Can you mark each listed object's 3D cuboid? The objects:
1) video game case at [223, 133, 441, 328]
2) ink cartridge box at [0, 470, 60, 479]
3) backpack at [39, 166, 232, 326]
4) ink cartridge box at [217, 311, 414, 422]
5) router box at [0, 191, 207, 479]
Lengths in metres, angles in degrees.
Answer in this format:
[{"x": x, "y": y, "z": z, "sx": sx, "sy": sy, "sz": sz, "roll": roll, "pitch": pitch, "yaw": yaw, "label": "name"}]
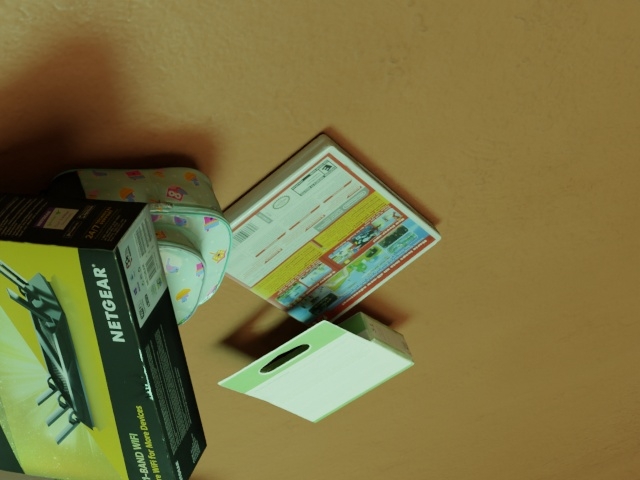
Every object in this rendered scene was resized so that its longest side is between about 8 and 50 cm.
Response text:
[{"x": 0.000, "y": 0.000, "z": 1.632, "sx": 0.204, "sy": 0.025, "sz": 0.285, "roll": -38, "pitch": 144, "yaw": 12, "label": "video game case"}, {"x": -0.392, "y": 0.365, "z": 1.642, "sx": 0.306, "sy": 0.226, "sz": 0.131, "roll": -20, "pitch": 144, "yaw": -15, "label": "ink cartridge box"}, {"x": -0.183, "y": 0.010, "z": 1.419, "sx": 0.188, "sy": 0.144, "sz": 0.165, "roll": -11, "pitch": 136, "yaw": -30, "label": "backpack"}, {"x": -0.008, "y": 0.152, "z": 1.770, "sx": 0.171, "sy": 0.056, "sz": 0.235, "roll": -32, "pitch": 146, "yaw": 19, "label": "ink cartridge box"}, {"x": -0.259, "y": 0.100, "z": 1.342, "sx": 0.243, "sy": 0.081, "sz": 0.308, "roll": 4, "pitch": 127, "yaw": 19, "label": "router box"}]
